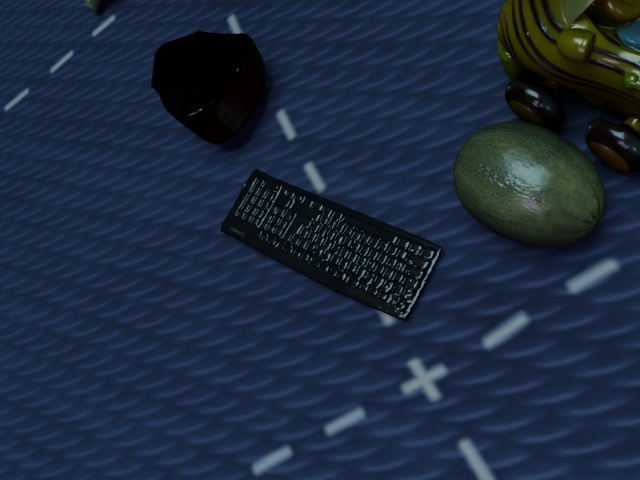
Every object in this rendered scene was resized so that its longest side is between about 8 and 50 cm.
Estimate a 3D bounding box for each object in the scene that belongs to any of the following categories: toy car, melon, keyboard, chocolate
[{"bbox_3d":[0.256,-0.179,0.563,0.248,0.142,0.200,36,88,33],"label":"toy car"},{"bbox_3d":[0.173,-0.047,0.582,0.130,0.098,0.098,33,88,36],"label":"melon"},{"bbox_3d":[0.000,0.000,0.706,0.250,0.017,0.087,25,82,33],"label":"keyboard"},{"bbox_3d":[-0.122,-0.181,0.813,0.125,0.080,0.149,-35,50,-2],"label":"chocolate"}]

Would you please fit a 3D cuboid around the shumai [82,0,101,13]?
[{"bbox_3d":[-0.317,-0.371,1.013,0.083,0.082,0.081,-119,36,-61],"label":"shumai"}]
